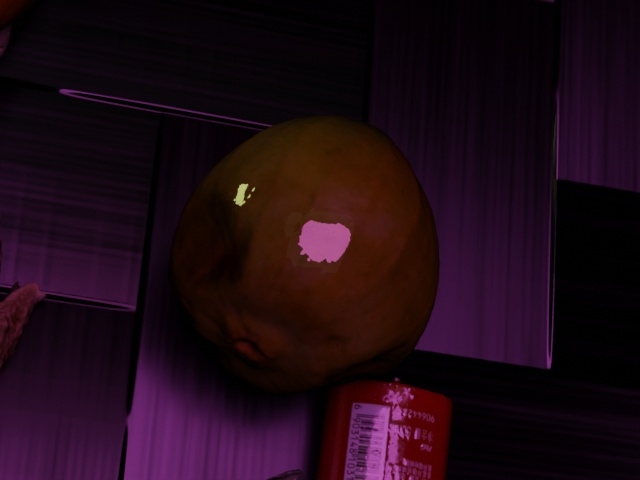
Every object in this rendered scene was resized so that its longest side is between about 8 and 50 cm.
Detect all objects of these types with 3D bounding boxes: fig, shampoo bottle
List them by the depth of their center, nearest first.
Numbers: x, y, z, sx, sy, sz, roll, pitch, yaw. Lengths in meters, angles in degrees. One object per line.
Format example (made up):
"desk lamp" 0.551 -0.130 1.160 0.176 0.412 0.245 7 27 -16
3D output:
"fig" 0.000 0.000 1.474 0.239 0.239 0.271 32 57 -4
"shampoo bottle" 0.045 0.279 1.477 0.118 0.076 0.314 11 69 -12

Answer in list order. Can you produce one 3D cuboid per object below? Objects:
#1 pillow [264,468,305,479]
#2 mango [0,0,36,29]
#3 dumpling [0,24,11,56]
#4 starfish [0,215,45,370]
"pillow" -0.151 0.318 1.377 0.326 0.101 0.228 -5 72 -5
"mango" -0.298 -0.256 1.488 0.289 0.129 0.146 -43 121 -55
"dumpling" -0.314 -0.193 1.554 0.059 0.043 0.077 13 70 4
"starfish" -0.347 0.127 1.316 0.082 0.324 0.432 20 60 25
